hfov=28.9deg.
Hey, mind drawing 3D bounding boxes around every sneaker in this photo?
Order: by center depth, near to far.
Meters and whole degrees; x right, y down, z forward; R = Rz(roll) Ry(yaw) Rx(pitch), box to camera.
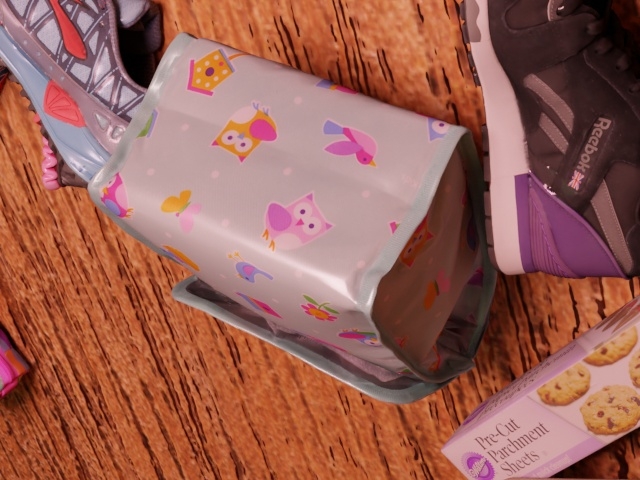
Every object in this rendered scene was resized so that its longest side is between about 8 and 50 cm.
[{"bbox_3d":[0.162,-0.099,0.730,0.124,0.107,0.283,6,131,24],"label":"sneaker"},{"bbox_3d":[-0.182,-0.158,0.980,0.125,0.104,0.262,-37,78,9],"label":"sneaker"},{"bbox_3d":[-0.214,-0.094,1.082,0.057,0.047,0.119,10,130,7],"label":"sneaker"}]

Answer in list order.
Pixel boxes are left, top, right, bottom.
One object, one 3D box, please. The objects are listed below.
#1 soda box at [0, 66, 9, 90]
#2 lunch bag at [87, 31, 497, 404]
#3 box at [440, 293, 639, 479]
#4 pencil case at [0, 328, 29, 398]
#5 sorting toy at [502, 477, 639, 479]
[{"bbox_3d":[-0.334,-0.143,1.118,0.071,0.067,0.210,44,139,4],"label":"soda box"},{"bbox_3d":[0.000,0.000,0.863,0.223,0.160,0.262,23,166,23],"label":"lunch bag"},{"bbox_3d":[0.203,0.092,0.850,0.067,0.063,0.324,47,139,2],"label":"box"},{"bbox_3d":[-0.412,0.078,1.329,0.104,0.104,0.236,-20,108,46],"label":"pencil case"},{"bbox_3d":[0.297,0.251,0.895,0.307,0.041,0.229,-5,127,30],"label":"sorting toy"}]
